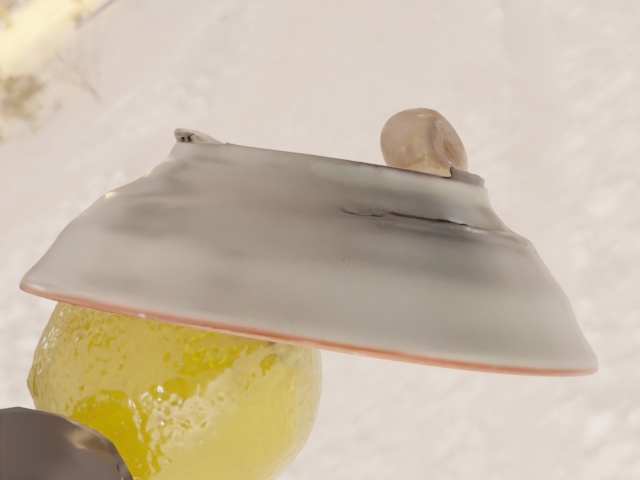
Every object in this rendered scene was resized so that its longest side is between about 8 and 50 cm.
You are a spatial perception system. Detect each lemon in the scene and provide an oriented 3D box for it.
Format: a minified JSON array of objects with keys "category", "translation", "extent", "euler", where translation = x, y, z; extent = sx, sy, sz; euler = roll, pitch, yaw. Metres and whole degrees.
[{"category":"lemon","translation":[-0.087,0.085,1.030],"extent":[0.203,0.178,0.178],"euler":[-23,19,38]}]

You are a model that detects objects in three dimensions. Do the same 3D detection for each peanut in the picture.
[{"category":"peanut","translation":[0.097,-0.081,1.503],"extent":[0.076,0.076,0.152],"euler":[-37,16,-1]}]

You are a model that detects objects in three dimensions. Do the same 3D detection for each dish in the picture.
[{"category":"dish","translation":[0.000,0.000,0.732],"extent":[0.260,0.260,0.085],"euler":[-173,91,-72]}]

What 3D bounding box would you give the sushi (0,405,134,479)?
[{"category":"sushi","translation":[-0.180,0.192,0.326],"extent":[0.328,0.285,0.328],"euler":[-85,8,-67]}]
